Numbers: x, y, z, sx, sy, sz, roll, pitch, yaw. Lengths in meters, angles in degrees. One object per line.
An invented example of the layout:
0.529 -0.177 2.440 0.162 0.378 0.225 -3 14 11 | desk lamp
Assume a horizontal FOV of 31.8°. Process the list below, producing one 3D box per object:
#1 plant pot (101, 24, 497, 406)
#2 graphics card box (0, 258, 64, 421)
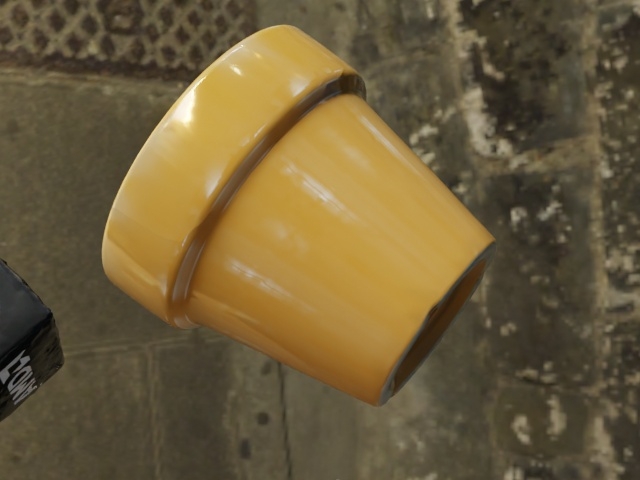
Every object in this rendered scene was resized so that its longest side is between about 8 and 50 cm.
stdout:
0.000 0.000 0.715 0.188 0.205 0.205 36 50 13 | plant pot
-0.318 0.085 0.454 0.233 0.094 0.371 44 68 10 | graphics card box
